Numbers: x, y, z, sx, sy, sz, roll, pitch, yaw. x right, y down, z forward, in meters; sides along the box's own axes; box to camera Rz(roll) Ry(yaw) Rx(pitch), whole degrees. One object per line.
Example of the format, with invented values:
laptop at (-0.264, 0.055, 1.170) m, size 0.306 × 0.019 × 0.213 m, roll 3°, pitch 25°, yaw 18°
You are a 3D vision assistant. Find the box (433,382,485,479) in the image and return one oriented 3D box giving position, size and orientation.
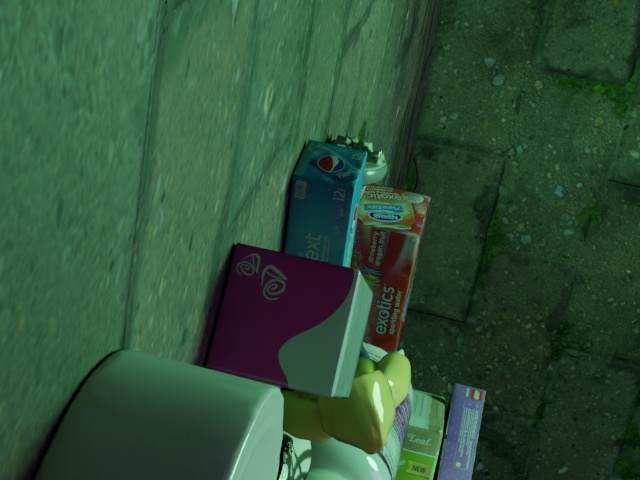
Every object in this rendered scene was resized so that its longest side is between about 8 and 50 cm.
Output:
box at (0.213, 0.406, 2.186) m, size 0.293 × 0.057 × 0.201 m, roll 99°, pitch 6°, yaw -51°

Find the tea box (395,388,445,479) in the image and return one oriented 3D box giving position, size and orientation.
tea box at (0.060, 0.400, 2.063) m, size 0.329 × 0.219 × 0.324 m, roll -23°, pitch 125°, yaw -83°

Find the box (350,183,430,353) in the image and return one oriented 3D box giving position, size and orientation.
box at (0.066, 0.058, 1.824) m, size 0.123 × 0.128 × 0.257 m, roll -67°, pitch 169°, yaw -57°

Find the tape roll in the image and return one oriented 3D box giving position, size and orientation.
tape roll at (-0.104, 0.211, 0.758) m, size 0.286 × 0.100 × 0.286 m, roll 12°, pitch 90°, yaw -83°

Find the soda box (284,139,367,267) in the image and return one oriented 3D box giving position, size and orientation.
soda box at (0.000, 0.000, 1.393) m, size 0.071 × 0.067 × 0.210 m, roll -70°, pitch 171°, yaw -50°

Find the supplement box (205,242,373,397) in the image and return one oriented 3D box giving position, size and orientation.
supplement box at (-0.021, 0.078, 1.161) m, size 0.220 × 0.111 × 0.114 m, roll 51°, pitch 52°, yaw -83°

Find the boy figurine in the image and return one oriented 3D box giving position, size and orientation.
boy figurine at (0.014, 0.160, 1.399) m, size 0.285 × 0.177 × 0.092 m, roll -126°, pitch -160°, yaw -79°

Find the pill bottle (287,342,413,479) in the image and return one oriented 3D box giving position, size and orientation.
pill bottle at (0.016, 0.272, 1.637) m, size 0.301 × 0.169 × 0.169 m, roll -66°, pitch 168°, yaw -58°

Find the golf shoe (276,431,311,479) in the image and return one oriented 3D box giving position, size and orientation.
golf shoe at (-0.050, 0.235, 1.397) m, size 0.198 × 0.077 × 0.094 m, roll -70°, pitch 171°, yaw -54°

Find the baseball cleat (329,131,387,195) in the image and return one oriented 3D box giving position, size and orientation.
baseball cleat at (0.034, -0.063, 1.483) m, size 0.206 × 0.072 × 0.110 m, roll -76°, pitch 178°, yaw -78°
